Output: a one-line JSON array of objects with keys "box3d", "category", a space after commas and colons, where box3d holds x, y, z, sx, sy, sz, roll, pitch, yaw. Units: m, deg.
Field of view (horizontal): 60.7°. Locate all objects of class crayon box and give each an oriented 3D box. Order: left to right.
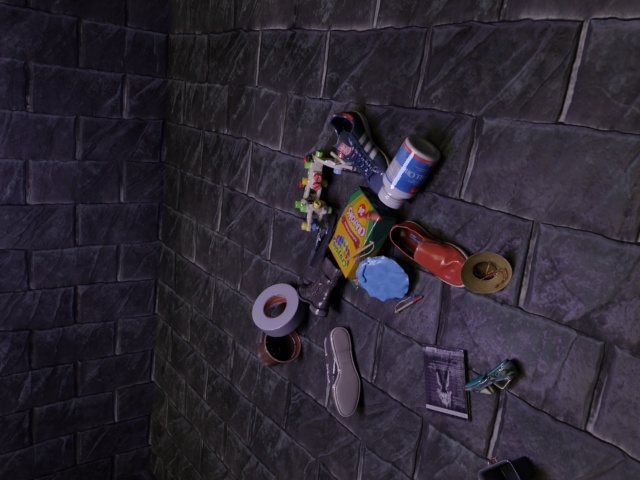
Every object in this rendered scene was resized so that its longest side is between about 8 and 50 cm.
[{"box3d": [0.130, -0.006, 1.933, 0.319, 0.081, 0.202, -65, 33, 28], "category": "crayon box"}]

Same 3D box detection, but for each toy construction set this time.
[{"box3d": [-0.004, -0.212, 2.074, 0.328, 0.151, 0.215, -63, 23, 23], "category": "toy construction set"}]

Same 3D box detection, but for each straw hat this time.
[{"box3d": [0.469, 0.081, 1.569, 0.061, 0.144, 0.145, -77, 5, -63], "category": "straw hat"}]

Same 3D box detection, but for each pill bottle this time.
[{"box3d": [0.275, -0.212, 1.743, 0.124, 0.124, 0.222, 56, 134, 32], "category": "pill bottle"}]

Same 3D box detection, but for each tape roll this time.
[{"box3d": [-0.176, 0.293, 2.307, 0.219, 0.072, 0.219, -15, 50, 18], "category": "tape roll"}]

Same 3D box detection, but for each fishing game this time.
[{"box3d": [0.212, 0.126, 1.842, 0.264, 0.041, 0.189, 44, 131, -5], "category": "fishing game"}]

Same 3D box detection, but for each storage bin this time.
[{"box3d": [0.526, 0.656, 1.542, 0.135, 0.091, 0.098, -50, 56, 41], "category": "storage bin"}]

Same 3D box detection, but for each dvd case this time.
[{"box3d": [0.399, 0.448, 1.740, 0.164, 0.018, 0.221, -3, 90, 51], "category": "dvd case"}]

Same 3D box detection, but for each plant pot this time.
[{"box3d": [-0.192, 0.469, 2.389, 0.165, 0.166, 0.167, -45, 59, 54], "category": "plant pot"}]

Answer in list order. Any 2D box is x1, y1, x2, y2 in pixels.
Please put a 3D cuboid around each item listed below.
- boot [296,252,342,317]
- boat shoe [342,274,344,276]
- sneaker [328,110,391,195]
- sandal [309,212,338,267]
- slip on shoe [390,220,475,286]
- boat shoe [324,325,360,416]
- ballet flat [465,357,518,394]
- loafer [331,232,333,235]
[{"box3d": [0.007, 0.155, 2.149, 0.263, 0.091, 0.229, 40, 116, 58], "category": "boot"}, {"box3d": [0.116, 0.104, 2.044, 0.133, 0.042, 0.049, -36, 68, 49], "category": "boat shoe"}, {"box3d": [0.127, -0.302, 1.901, 0.131, 0.148, 0.350, -49, 57, 42], "category": "sneaker"}, {"box3d": [0.000, 0.001, 2.062, 0.054, 0.097, 0.255, 26, 125, 0], "category": "sandal"}, {"box3d": [0.341, 0.042, 1.705, 0.331, 0.101, 0.123, 41, 122, 40], "category": "slip on shoe"}, {"box3d": [0.079, 0.496, 2.091, 0.095, 0.112, 0.335, 148, 117, -67], "category": "boat shoe"}, {"box3d": [0.495, 0.409, 1.582, 0.188, 0.070, 0.070, -52, 55, 45], "category": "ballet flat"}, {"box3d": [0.070, -0.022, 2.076, 0.050, 0.056, 0.148, 39, 123, 35], "category": "loafer"}]
